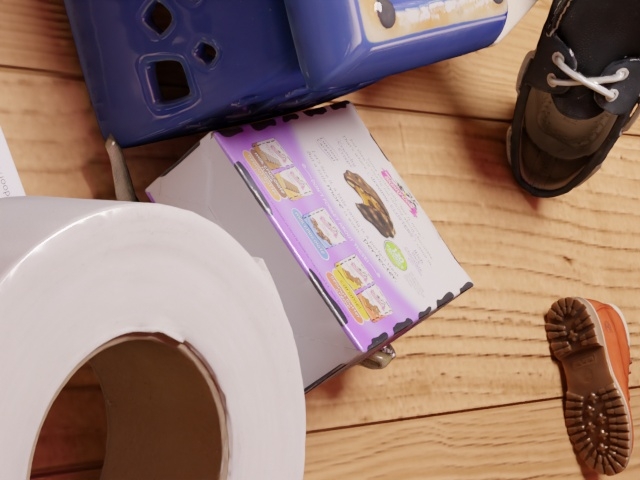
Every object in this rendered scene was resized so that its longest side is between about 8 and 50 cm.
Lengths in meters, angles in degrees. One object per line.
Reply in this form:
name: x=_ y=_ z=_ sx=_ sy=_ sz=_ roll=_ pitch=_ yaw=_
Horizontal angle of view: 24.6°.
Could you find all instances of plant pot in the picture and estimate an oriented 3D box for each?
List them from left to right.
plant pot: x=-0.021 y=-0.201 z=0.960 sx=0.236 sy=0.212 sz=0.236 roll=-20 pitch=101 yaw=-49

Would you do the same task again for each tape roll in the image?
tape roll: x=-0.131 y=0.117 z=0.783 sx=0.286 sy=0.100 sz=0.286 roll=-6 pitch=98 yaw=-51

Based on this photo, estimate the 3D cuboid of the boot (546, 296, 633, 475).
boot: x=0.254 y=0.126 z=1.293 sx=0.084 sy=0.059 sz=0.158 roll=2 pitch=75 yaw=-52

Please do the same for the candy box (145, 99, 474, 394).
candy box: x=0.000 y=0.000 z=0.979 sx=0.165 sy=0.070 sz=0.196 roll=56 pitch=28 yaw=7

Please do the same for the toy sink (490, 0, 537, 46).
toy sink: x=0.095 y=-0.242 z=1.182 sx=0.153 sy=0.131 sz=0.234 roll=59 pitch=38 yaw=-16

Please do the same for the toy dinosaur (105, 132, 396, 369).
toy dinosaur: x=-0.056 y=0.049 z=0.974 sx=0.268 sy=0.064 sz=0.118 roll=38 pitch=38 yaw=-33

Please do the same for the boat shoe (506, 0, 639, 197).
boat shoe: x=0.220 y=-0.133 z=1.192 sx=0.302 sy=0.114 sz=0.091 roll=88 pitch=25 yaw=-62

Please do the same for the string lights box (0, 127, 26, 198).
string lights box: x=-0.285 y=-0.033 z=0.734 sx=0.259 sy=0.076 sz=0.133 roll=-27 pitch=100 yaw=-48
